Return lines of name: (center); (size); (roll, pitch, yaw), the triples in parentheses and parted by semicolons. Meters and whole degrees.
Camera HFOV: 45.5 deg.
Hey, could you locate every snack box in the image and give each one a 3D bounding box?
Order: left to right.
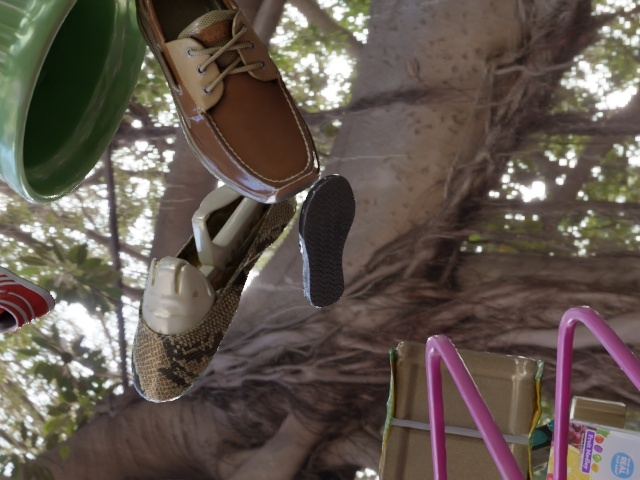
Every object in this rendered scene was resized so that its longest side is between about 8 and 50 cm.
snack box: (0.268, 0.215, 0.655); (0.037, 0.141, 0.100); (16, -98, -55)

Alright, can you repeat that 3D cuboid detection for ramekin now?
ramekin: (-0.327, -0.208, 0.876); (0.148, 0.303, 0.303); (23, -104, 1)

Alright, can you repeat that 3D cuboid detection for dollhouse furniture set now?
dollhouse furniture set: (0.220, 0.231, 0.828); (0.151, 0.302, 0.197); (45, -127, -71)

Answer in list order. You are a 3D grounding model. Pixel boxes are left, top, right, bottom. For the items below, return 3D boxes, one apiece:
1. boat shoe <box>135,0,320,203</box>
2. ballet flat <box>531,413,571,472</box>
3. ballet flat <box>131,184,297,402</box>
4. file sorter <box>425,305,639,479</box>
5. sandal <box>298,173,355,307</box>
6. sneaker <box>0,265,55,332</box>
boat shoe: (-0.113, -0.185, 0.799); (0.123, 0.324, 0.120); (-31, -19, -12)
ballet flat: (0.371, 0.331, 1.231); (0.213, 0.072, 0.068); (-14, -71, -6)
ballet flat: (-0.191, 0.031, 1.293); (0.482, 0.164, 0.182); (-60, -25, -30)
file sorter: (0.207, 0.127, 0.337); (0.291, 0.182, 0.202); (-11, -59, -4)
sandal: (-0.001, 0.001, 1.320); (0.097, 0.054, 0.254); (-9, -57, -25)
sneaker: (-0.366, 0.064, 0.854); (0.067, 0.119, 0.042); (-46, -30, -58)
